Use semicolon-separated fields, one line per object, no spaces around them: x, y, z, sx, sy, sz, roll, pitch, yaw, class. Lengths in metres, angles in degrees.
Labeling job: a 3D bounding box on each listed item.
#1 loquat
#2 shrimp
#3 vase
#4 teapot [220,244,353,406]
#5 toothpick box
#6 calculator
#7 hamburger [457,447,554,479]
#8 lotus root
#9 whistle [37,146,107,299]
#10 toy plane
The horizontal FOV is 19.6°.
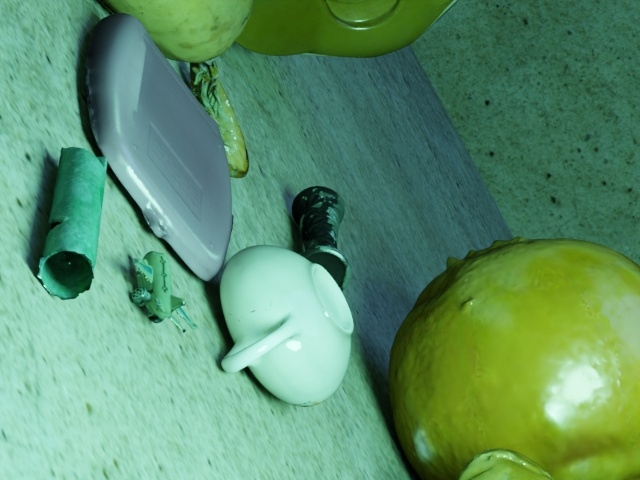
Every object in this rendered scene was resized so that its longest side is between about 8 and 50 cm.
0.229;0.155;1.881;0.328;0.328;0.328;56;12;-18;loquat
-0.122;-0.138;1.829;0.124;0.034;0.178;33;32;-52;shrimp
0.000;0.000;1.930;0.059;0.059;0.167;55;12;-21;vase
-0.030;0.070;1.551;0.145;0.092;0.226;59;14;1;teapot
0.021;-0.421;2.233;0.409;0.409;0.425;51;19;-35;toothpick box
-0.135;-0.085;1.596;0.194;0.043;0.294;54;14;-28;calculator
0.195;0.346;1.637;0.318;0.158;0.318;55;14;-21;hamburger
-0.156;-0.278;1.744;0.284;0.146;0.160;43;9;-49;lotus root
-0.170;-0.019;1.286;0.039;0.039;0.186;54;12;-24;whistle
-0.122;0.035;1.373;0.080;0.033;0.083;50;8;-37;toy plane
